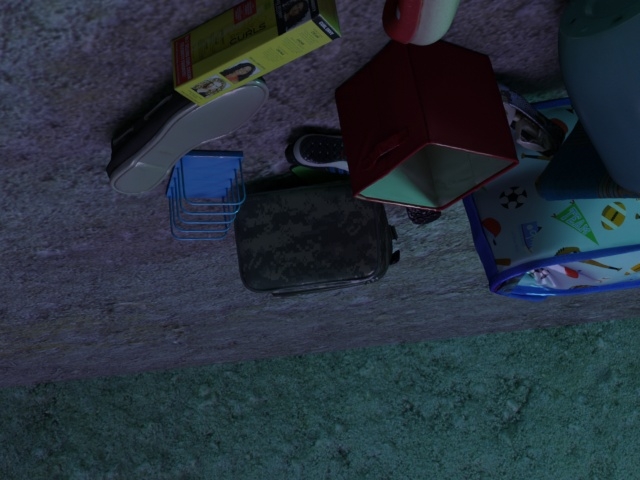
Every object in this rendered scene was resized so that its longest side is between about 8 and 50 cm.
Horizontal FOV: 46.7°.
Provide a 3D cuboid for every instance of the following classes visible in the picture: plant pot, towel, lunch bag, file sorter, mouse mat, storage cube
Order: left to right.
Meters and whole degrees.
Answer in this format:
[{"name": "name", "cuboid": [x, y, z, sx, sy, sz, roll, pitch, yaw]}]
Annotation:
[{"name": "file sorter", "cuboid": [-0.213, -0.079, 1.366, 0.118, 0.105, 0.170, 0, 158, -20]}, {"name": "lunch bag", "cuboid": [0.000, 0.000, 1.522, 0.304, 0.213, 0.256, -8, 177, 10]}, {"name": "mouse mat", "cuboid": [0.041, -0.131, 1.470, 0.152, 0.007, 0.189, -16, 159, 18]}, {"name": "storage cube", "cuboid": [0.159, -0.176, 1.145, 0.214, 0.193, 0.183, 5, 155, -34]}, {"name": "lunch bag", "cuboid": [0.447, -0.074, 1.345, 0.385, 0.328, 0.239, -7, 154, -9]}, {"name": "plant pot", "cuboid": [0.452, -0.244, 0.970, 0.293, 0.293, 0.235, -27, 121, 38]}, {"name": "towel", "cuboid": [0.513, -0.163, 1.082, 0.040, 0.271, 0.370, 43, 163, -24]}]

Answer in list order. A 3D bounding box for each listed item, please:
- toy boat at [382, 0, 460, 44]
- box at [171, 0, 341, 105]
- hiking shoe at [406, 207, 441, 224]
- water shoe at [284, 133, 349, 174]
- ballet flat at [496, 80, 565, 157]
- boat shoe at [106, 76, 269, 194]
[{"name": "toy boat", "cuboid": [0.099, -0.332, 0.840, 0.151, 0.151, 0.231, 21, 159, 8]}, {"name": "box", "cuboid": [-0.088, -0.264, 0.970, 0.232, 0.088, 0.058, -19, 155, 27]}, {"name": "hiking shoe", "cuboid": [0.167, -0.139, 1.386, 0.086, 0.114, 0.227, -15, 130, 2]}, {"name": "water shoe", "cuboid": [0.033, -0.157, 1.343, 0.203, 0.073, 0.080, 8, 177, -31]}, {"name": "ballet flat", "cuboid": [0.327, -0.198, 1.227, 0.188, 0.070, 0.070, 29, 147, -12]}, {"name": "boat shoe", "cuboid": [-0.220, -0.185, 1.137, 0.335, 0.096, 0.112, -30, 154, 32]}]
